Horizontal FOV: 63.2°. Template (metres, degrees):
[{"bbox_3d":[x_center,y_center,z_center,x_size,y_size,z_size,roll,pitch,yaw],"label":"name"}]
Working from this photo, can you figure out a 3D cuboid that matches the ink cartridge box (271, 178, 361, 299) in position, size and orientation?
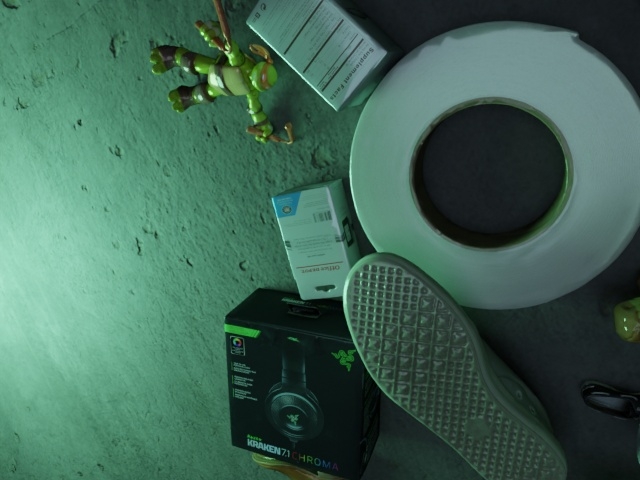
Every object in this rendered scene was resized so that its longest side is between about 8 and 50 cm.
[{"bbox_3d":[0.000,0.000,0.848,0.104,0.060,0.180,-8,105,24],"label":"ink cartridge box"}]

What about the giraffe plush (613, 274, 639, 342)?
[{"bbox_3d":[0.505,0.122,0.649,0.210,0.181,0.170,-32,108,-7],"label":"giraffe plush"}]

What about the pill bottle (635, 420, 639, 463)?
[{"bbox_3d":[0.563,0.302,0.673,0.246,0.136,0.136,26,117,0],"label":"pill bottle"}]

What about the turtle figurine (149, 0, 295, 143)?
[{"bbox_3d":[-0.148,-0.257,0.780,0.217,0.087,0.269,10,152,28],"label":"turtle figurine"}]

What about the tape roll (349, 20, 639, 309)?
[{"bbox_3d":[0.232,-0.094,0.715,0.392,0.072,0.392,8,112,20],"label":"tape roll"}]

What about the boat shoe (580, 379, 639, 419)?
[{"bbox_3d":[0.450,0.243,0.762,0.125,0.038,0.046,18,114,16],"label":"boat shoe"}]

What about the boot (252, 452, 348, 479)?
[{"bbox_3d":[-0.034,0.476,1.028,0.197,0.073,0.152,-5,110,26],"label":"boot"}]

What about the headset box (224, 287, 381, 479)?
[{"bbox_3d":[-0.024,0.231,0.901,0.246,0.131,0.283,8,111,19],"label":"headset box"}]

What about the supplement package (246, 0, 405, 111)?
[{"bbox_3d":[0.009,-0.281,0.719,0.179,0.105,0.105,45,118,2],"label":"supplement package"}]

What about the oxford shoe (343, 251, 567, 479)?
[{"bbox_3d":[0.197,0.194,0.777,0.169,0.130,0.449,-38,100,25],"label":"oxford shoe"}]
